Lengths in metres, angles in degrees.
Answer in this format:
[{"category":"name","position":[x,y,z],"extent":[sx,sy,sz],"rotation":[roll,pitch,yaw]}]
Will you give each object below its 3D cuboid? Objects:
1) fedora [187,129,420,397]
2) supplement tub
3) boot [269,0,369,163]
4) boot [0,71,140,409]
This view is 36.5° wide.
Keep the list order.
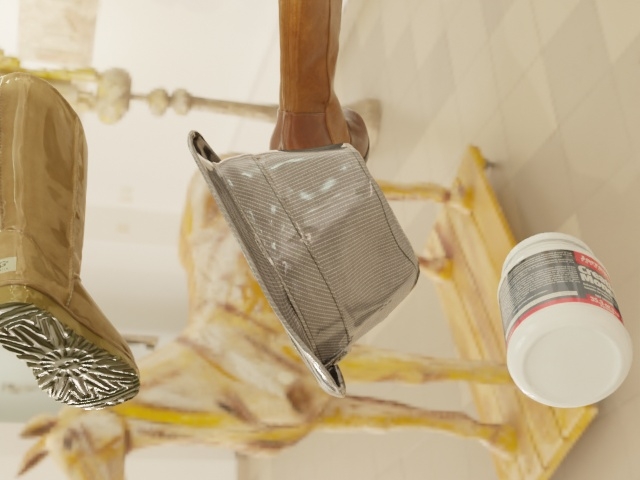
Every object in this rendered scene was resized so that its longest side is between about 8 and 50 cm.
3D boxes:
[{"category":"fedora","position":[0.000,0.000,0.810],"extent":[0.243,0.124,0.275],"rotation":[60,175,27]},{"category":"supplement tub","position":[0.392,0.124,1.588],"extent":[0.272,0.191,0.191],"rotation":[-81,5,-60]},{"category":"boot","position":[0.000,-0.216,1.212],"extent":[0.264,0.096,0.280],"rotation":[-40,-43,-54]},{"category":"boot","position":[-0.249,0.003,0.958],"extent":[0.236,0.089,0.269],"rotation":[67,-169,-52]}]
